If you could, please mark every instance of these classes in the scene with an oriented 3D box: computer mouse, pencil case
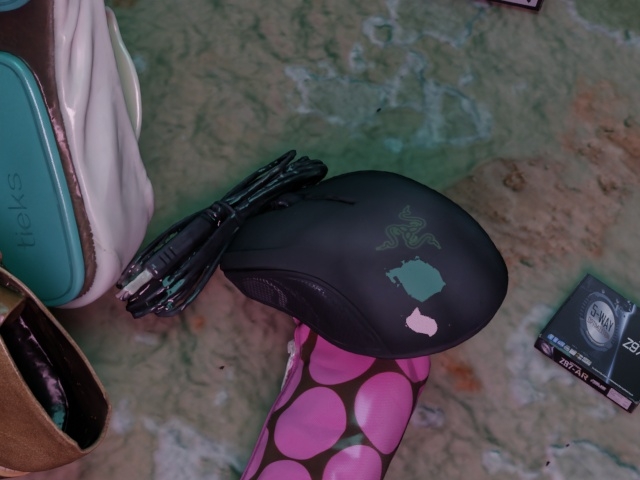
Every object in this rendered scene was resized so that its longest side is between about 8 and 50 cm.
[{"bbox_3d":[0.000,0.000,1.089,0.272,0.072,0.188,17,46,45],"label":"computer mouse"},{"bbox_3d":[-0.009,0.145,1.072,0.098,0.095,0.209,21,61,8],"label":"pencil case"}]

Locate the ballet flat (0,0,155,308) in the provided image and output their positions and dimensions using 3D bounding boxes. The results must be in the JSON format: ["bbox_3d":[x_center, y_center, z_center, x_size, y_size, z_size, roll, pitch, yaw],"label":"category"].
[{"bbox_3d":[-0.182,-0.152,1.060,0.139,0.400,0.139,-7,26,3],"label":"ballet flat"}]

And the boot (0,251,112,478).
[{"bbox_3d":[-0.228,0.010,1.019,0.112,0.115,0.305,-45,110,-35],"label":"boot"}]

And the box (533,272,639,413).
[{"bbox_3d":[0.202,0.072,1.183,0.083,0.018,0.067,36,62,14],"label":"box"}]

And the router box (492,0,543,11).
[{"bbox_3d":[0.087,-0.350,1.380,0.243,0.081,0.308,11,59,0],"label":"router box"}]
